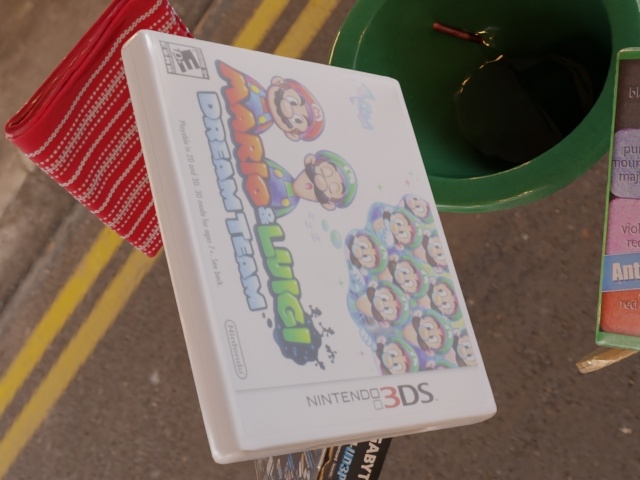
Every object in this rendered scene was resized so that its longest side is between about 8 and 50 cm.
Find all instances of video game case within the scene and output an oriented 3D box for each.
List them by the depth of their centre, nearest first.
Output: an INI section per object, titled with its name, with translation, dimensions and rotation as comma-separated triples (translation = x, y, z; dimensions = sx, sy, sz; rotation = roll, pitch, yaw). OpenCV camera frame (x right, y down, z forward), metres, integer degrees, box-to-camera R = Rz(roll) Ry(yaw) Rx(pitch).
[video game case]
translation = 0.000, 0.000, 0.420
dimensions = 0.019, 0.143, 0.157
rotation = -29, 69, 40

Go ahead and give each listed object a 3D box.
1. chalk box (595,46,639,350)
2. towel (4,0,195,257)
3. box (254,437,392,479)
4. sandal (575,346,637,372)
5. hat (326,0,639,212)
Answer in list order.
[chalk box]
translation = 0.206, -0.013, 0.472
dimensions = 0.132, 0.213, 0.132
rotation = 7, 96, 36
[towel]
translation = -0.172, -0.112, 1.073
dimensions = 0.031, 0.275, 0.199
rotation = 34, 81, 31
[box]
translation = -0.002, 0.167, 0.913
dimensions = 0.220, 0.051, 0.175
rotation = -116, 41, -71
[sandal]
translation = 0.277, 0.053, 0.651
dimensions = 0.240, 0.079, 0.088
rotation = -26, -7, -13
[hat]
translation = 0.131, -0.075, 0.658
dimensions = 0.208, 0.183, 0.173
rotation = -7, 71, 22
